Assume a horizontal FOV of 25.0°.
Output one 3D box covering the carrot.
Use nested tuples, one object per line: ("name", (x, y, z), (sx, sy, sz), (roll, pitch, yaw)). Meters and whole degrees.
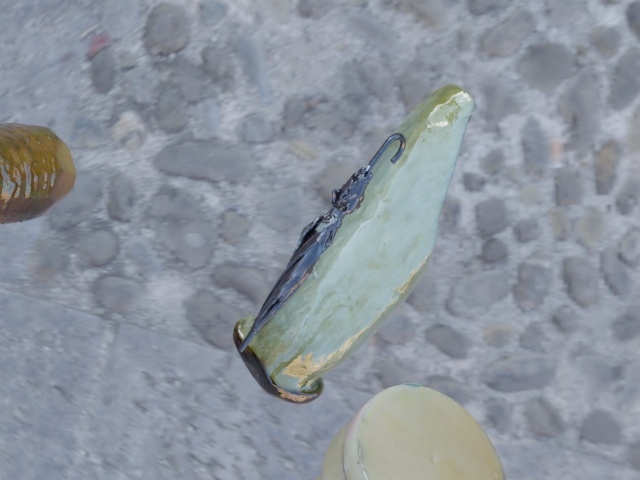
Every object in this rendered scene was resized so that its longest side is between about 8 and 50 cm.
("carrot", (-0.379, -0.066, 1.511), (0.302, 0.114, 0.114), (-13, 95, -60))

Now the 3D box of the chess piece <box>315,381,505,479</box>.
("chess piece", (-0.027, 0.250, 1.021), (0.117, 0.397, 0.117), (21, 44, -22))

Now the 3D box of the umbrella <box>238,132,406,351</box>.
("umbrella", (-0.001, -0.001, 0.644), (0.122, 0.013, 0.022), (-52, 146, -7))

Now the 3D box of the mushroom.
("mushroom", (0.048, 0.007, 1.345), (0.107, 0.087, 0.333), (39, 91, -5))
